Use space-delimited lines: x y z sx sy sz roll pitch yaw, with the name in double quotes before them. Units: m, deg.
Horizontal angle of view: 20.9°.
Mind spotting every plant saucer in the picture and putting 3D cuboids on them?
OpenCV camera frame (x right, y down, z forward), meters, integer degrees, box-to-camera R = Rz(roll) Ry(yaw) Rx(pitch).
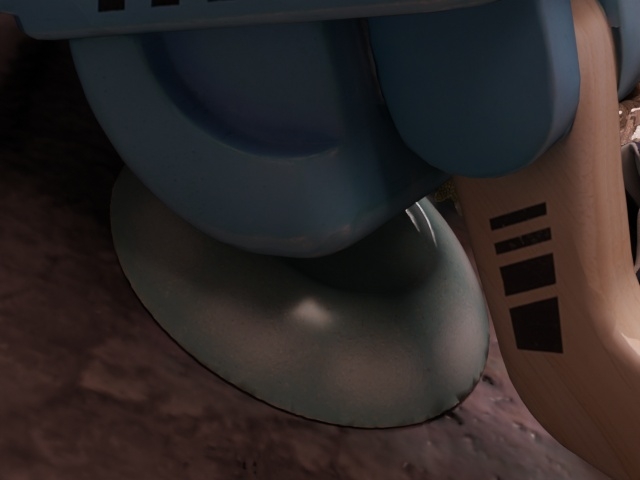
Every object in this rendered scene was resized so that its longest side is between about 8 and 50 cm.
"plant saucer" 0.000 0.000 0.806 0.195 0.037 0.195 18 40 -16

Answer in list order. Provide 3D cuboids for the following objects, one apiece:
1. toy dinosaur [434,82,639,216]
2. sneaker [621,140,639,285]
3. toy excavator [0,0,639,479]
"toy dinosaur" 0.075 -0.093 0.921 0.313 0.121 0.160 29 12 13
"sneaker" 0.205 0.002 0.874 0.163 0.086 0.226 48 38 -4
"toy excavator" 0.064 -0.055 0.724 0.432 0.445 0.222 1 24 34
